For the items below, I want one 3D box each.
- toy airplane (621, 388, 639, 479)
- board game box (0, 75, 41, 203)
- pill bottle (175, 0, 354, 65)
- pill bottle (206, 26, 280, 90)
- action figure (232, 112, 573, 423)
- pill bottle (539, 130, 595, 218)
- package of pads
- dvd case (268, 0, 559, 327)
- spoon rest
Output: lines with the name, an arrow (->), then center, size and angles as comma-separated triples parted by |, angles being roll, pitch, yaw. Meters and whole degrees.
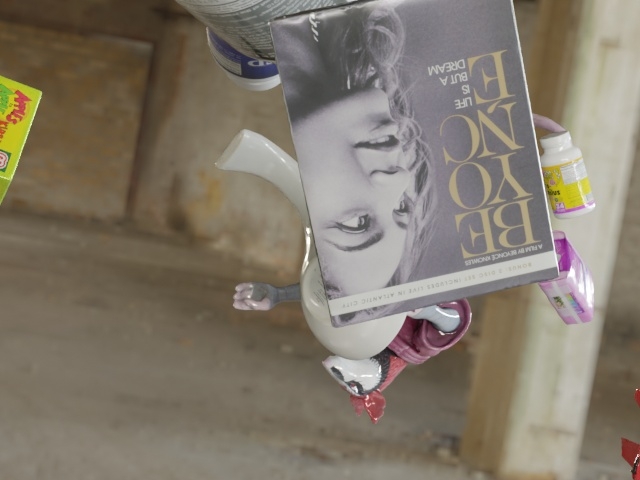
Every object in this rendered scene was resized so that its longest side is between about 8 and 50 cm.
toy airplane -> 0.377, 0.236, 1.962 | 0.028, 0.151, 0.151 | 5, 3, -19
board game box -> -0.301, -0.065, 1.536 | 0.043, 0.092, 0.181 | 21, -27, -13
pill bottle -> -0.055, -0.259, 1.584 | 0.161, 0.161, 0.283 | 11, -9, 22
pill bottle -> -0.074, -0.245, 1.945 | 0.112, 0.112, 0.186 | 10, -18, 3
action figure -> 0.087, 0.019, 1.894 | 0.248, 0.370, 0.276 | 21, 16, 36
pill bottle -> 0.245, -0.066, 1.714 | 0.043, 0.083, 0.043 | -16, 10, 3
package of pads -> 0.209, 0.032, 1.458 | 0.032, 0.050, 0.083 | -13, -34, 21
dvd case -> 0.066, -0.061, 1.171 | 0.165, 0.221, 0.018 | -12, 17, -2
spoon rest -> 0.000, 0.000, 1.754 | 0.084, 0.137, 0.276 | 0, 47, -51
